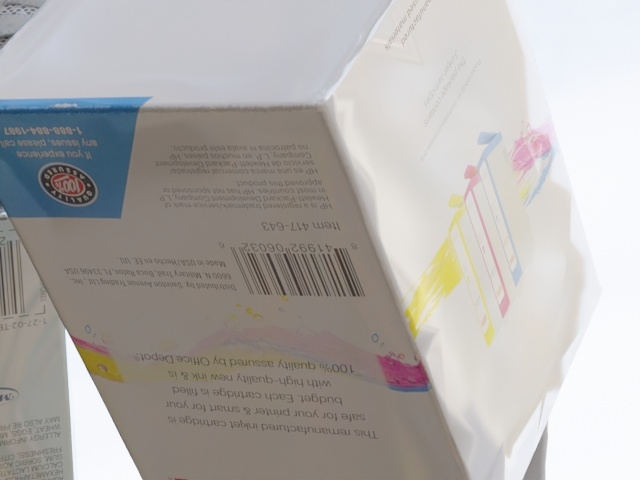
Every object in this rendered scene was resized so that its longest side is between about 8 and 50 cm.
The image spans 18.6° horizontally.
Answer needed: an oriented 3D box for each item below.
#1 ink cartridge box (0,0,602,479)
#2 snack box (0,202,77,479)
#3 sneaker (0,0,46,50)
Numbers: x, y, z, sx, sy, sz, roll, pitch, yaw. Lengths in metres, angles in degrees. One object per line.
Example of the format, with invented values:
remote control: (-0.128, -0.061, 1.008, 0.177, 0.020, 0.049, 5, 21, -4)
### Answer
ink cartridge box: (0.000, 0.000, 0.453, 0.092, 0.090, 0.143, 2, -49, 29)
snack box: (-0.237, 0.066, 0.600, 0.322, 0.060, 0.187, -5, -54, -11)
sneaker: (-0.057, -0.031, 0.943, 0.115, 0.281, 0.105, -46, -20, -40)
